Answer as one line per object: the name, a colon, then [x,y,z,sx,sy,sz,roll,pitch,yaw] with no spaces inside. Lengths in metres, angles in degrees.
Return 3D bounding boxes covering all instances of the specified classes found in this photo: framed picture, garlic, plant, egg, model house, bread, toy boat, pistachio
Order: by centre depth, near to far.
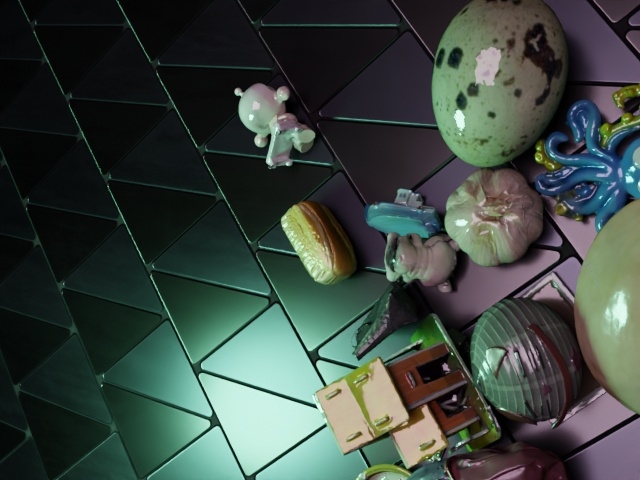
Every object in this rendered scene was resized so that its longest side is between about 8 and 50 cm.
pistachio: [0.676,0.125,1.450,0.365,0.281,0.445,8,105,29]
egg: [0.382,-0.350,1.653,0.287,0.287,0.379,26,107,30]
framed picture: [0.513,0.237,1.671,0.216,0.016,0.273,-42,66,21]
garlic: [0.386,-0.057,1.692,0.228,0.152,0.228,-5,79,25]
model house: [0.160,0.395,1.722,0.323,0.340,0.300,-20,70,-19]
plant: [0.333,0.247,1.760,0.102,0.051,0.051,39,105,17]
toy boat: [0.204,-0.070,1.861,0.215,0.088,0.102,5,53,32]
bread: [0.000,0.000,1.931,0.106,0.140,0.236,-42,66,24]

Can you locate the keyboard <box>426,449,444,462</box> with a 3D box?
keyboard: [0.232,0.487,1.814,0.129,0.015,0.049,25,98,30]

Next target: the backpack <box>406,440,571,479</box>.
backpack: [0.370,0.535,1.601,0.317,0.283,0.197,-36,27,15]

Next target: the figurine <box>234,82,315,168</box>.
figurine: [-0.142,-0.323,2.060,0.144,0.182,0.257,-28,56,-19]

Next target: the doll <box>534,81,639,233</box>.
doll: [0.619,-0.147,1.589,0.341,0.099,0.346,-12,85,26]

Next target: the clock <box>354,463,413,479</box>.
clock: [0.176,0.646,1.810,0.237,0.057,0.237,-2,86,29]

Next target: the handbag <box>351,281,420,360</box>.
handbag: [0.142,0.188,1.776,0.088,0.270,0.175,45,101,0]

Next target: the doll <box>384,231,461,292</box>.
doll: [0.241,0.044,1.774,0.192,0.095,0.149,5,96,-13]

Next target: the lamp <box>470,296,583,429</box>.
lamp: [0.421,0.252,1.576,0.233,0.233,0.265,-19,96,28]
